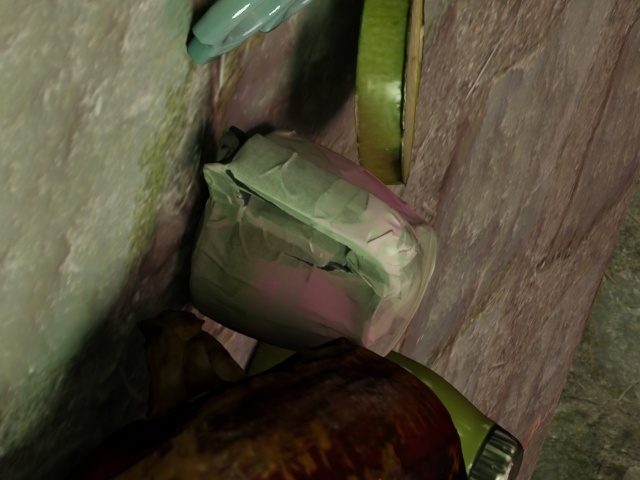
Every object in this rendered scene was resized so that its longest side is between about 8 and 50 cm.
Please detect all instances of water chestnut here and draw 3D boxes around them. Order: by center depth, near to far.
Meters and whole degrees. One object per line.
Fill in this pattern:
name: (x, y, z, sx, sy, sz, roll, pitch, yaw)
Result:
water chestnut: (-0.063, 0.193, 1.268, 0.350, 0.302, 0.350, -29, 171, -5)

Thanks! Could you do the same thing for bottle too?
bottle: (0.063, 0.161, 1.592, 0.112, 0.260, 0.112, -55, 161, -30)

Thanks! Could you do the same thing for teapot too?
teapot: (0.007, -0.007, 1.328, 0.163, 0.178, 0.221, -50, 157, -42)

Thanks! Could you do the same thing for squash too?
squash: (0.060, -0.151, 1.424, 0.219, 0.041, 0.219, 5, 90, -84)

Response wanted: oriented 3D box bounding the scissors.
scissors: (0.046, -0.237, 1.106, 0.360, 0.029, 0.191, -42, 176, 34)
